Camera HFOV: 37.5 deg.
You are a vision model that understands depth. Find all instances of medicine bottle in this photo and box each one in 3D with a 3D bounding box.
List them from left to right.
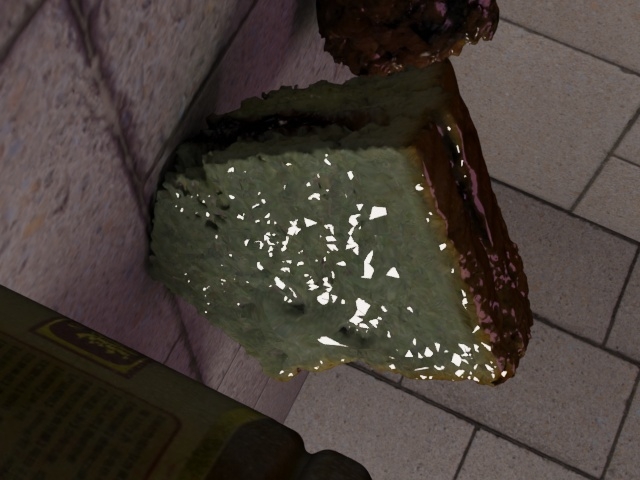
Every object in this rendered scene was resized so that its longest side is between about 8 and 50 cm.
[{"bbox_3d":[-0.096,0.121,0.390,0.151,0.323,0.151,-63,172,-16],"label":"medicine bottle"}]

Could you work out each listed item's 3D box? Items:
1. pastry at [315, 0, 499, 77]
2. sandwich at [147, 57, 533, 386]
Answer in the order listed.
[{"bbox_3d":[0.111,-0.291,1.000,0.275,0.193,0.274,23,90,-81],"label":"pastry"},{"bbox_3d":[0.000,0.000,0.833,0.131,0.326,0.262,-58,134,-45],"label":"sandwich"}]
